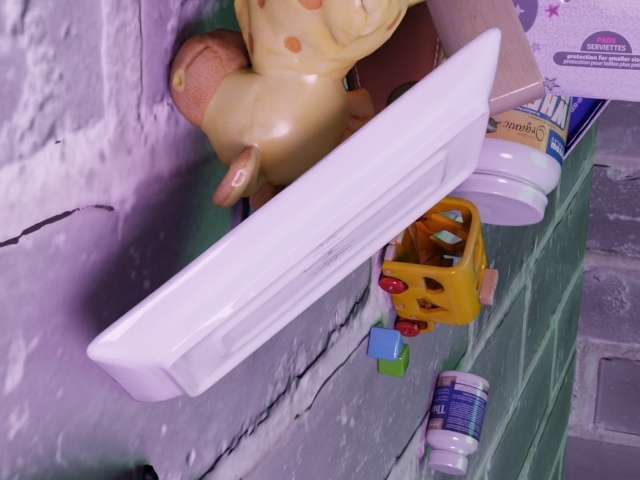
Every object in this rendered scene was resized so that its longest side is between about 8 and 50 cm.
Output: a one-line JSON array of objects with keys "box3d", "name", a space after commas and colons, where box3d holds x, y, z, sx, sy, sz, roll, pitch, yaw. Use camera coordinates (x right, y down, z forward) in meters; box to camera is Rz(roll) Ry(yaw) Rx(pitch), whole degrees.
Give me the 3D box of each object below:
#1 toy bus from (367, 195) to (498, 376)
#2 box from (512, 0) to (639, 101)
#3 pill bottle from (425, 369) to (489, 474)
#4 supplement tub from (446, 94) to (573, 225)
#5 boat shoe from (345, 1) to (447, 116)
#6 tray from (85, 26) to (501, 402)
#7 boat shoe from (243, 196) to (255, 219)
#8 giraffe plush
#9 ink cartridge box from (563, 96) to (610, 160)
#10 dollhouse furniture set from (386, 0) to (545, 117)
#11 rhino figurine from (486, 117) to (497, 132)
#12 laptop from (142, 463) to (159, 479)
[{"box3d": [0.130, 0.038, 1.210, 0.202, 0.104, 0.190, -37, 132, -64], "name": "toy bus"}, {"box3d": [0.217, -0.239, 1.135, 0.142, 0.247, 0.163, -59, 150, -47], "name": "box"}, {"box3d": [0.169, 0.229, 1.461, 0.067, 0.067, 0.120, 61, 40, -61], "name": "pill bottle"}, {"box3d": [0.205, -0.129, 1.305, 0.144, 0.144, 0.199, 46, 54, -67], "name": "supplement tub"}, {"box3d": [0.054, -0.224, 0.906, 0.104, 0.111, 0.307, 20, 68, -67], "name": "boat shoe"}, {"box3d": [0.000, 0.000, 0.643, 0.270, 0.030, 0.145, -39, 164, -9], "name": "tray"}, {"box3d": [-0.030, -0.034, 0.801, 0.040, 0.049, 0.142, -124, -147, -63], "name": "boat shoe"}, {"box3d": [-0.015, -0.110, 0.656, 0.181, 0.210, 0.170, 2, 123, -41], "name": "giraffe plush"}, {"box3d": [0.307, -0.179, 1.493, 0.175, 0.069, 0.371, -54, -177, 14], "name": "ink cartridge box"}, {"box3d": [0.062, -0.118, 0.795, 0.123, 0.151, 0.144, 45, 26, -68], "name": "dollhouse furniture set"}, {"box3d": [0.109, -0.098, 1.119, 0.073, 0.106, 0.243, 51, 27, -3], "name": "rhino figurine"}, {"box3d": [-0.161, 0.242, 0.569, 0.264, 0.137, 0.234, -175, -87, -83], "name": "laptop"}]
